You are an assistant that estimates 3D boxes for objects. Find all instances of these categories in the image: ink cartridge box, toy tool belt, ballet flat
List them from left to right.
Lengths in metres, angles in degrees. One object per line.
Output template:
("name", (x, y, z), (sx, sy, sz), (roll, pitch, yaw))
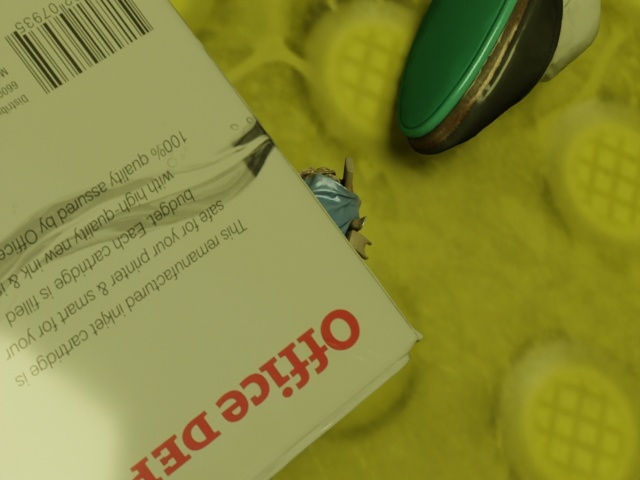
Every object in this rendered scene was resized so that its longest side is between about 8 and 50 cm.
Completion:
("ink cartridge box", (-0.140, 0.001, 0.822), (0.223, 0.129, 0.307), (-37, 90, -31))
("toy tool belt", (0.000, 0.000, 0.936), (0.052, 0.051, 0.083), (18, 65, -19))
("ballet flat", (0.120, -0.159, 1.031), (0.096, 0.095, 0.280), (28, 62, -28))
